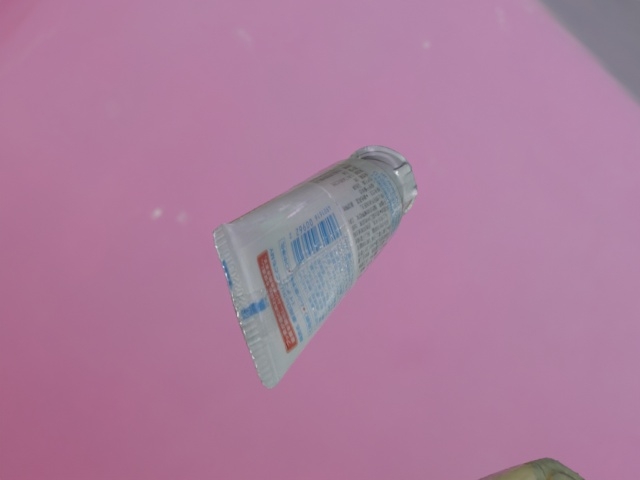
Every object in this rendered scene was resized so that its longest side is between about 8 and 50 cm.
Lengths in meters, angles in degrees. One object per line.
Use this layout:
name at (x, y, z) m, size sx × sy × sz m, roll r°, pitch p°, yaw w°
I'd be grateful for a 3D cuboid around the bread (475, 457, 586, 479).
bread at (0.153, 0.251, 1.333) m, size 0.134 × 0.141 × 0.148 m, roll 59°, pitch -159°, yaw -1°

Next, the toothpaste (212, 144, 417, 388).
toothpaste at (0.000, 0.000, 0.946) m, size 0.234 × 0.057 × 0.089 m, roll -44°, pitch -61°, yaw -64°
